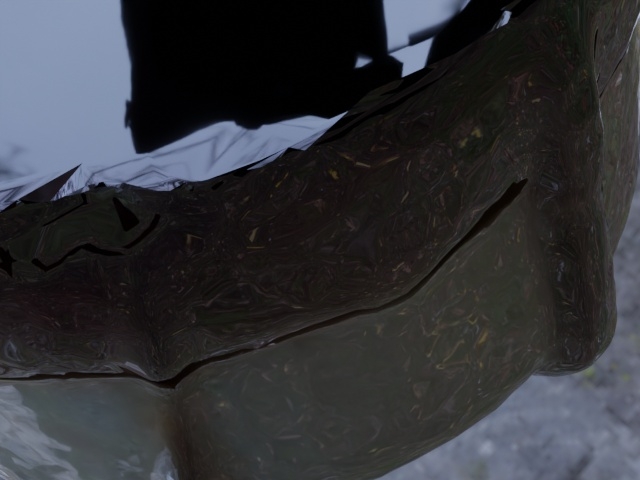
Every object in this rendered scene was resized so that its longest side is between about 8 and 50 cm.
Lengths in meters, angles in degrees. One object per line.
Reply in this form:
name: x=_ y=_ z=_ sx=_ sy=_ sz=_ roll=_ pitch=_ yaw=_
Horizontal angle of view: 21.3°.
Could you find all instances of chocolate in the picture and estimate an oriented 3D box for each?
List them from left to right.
chocolate: x=-0.041 y=-0.052 z=0.460 sx=0.283 sy=0.283 sz=0.186 roll=-40 pitch=-33 yaw=-16
